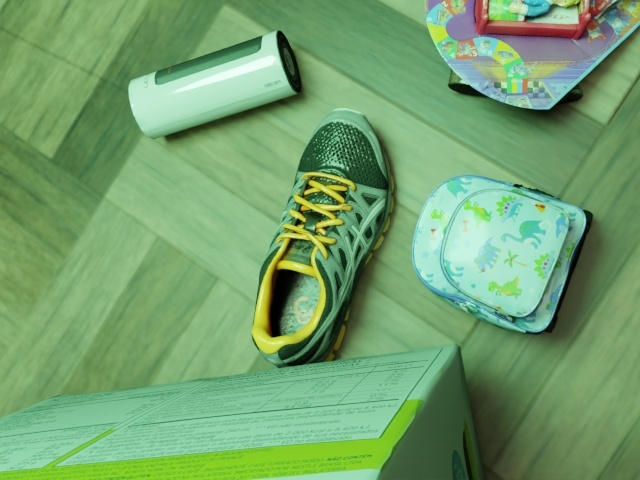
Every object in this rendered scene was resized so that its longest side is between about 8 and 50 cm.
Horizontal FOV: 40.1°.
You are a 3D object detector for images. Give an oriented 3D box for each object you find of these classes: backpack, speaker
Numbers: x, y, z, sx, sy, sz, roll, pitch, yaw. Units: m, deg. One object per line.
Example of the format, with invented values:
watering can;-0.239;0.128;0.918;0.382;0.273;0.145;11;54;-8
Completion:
backpack;0.125;0.005;0.637;0.114;0.084;0.105;20;87;20
speaker;-0.088;-0.128;0.731;0.136;0.055;0.055;-15;79;14

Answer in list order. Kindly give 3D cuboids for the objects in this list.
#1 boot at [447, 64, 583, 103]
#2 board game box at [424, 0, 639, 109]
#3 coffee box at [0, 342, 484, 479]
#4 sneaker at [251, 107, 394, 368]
boot;0.158;-0.166;0.676;0.106;0.037;0.114;12;82;15
board game box;0.161;-0.182;0.647;0.169;0.033;0.133;-42;80;-13
coffee box;-0.070;0.270;0.511;0.338;0.334;0.337;-10;91;15
sneaker;0.000;0.000;0.675;0.084;0.083;0.214;10;85;19
